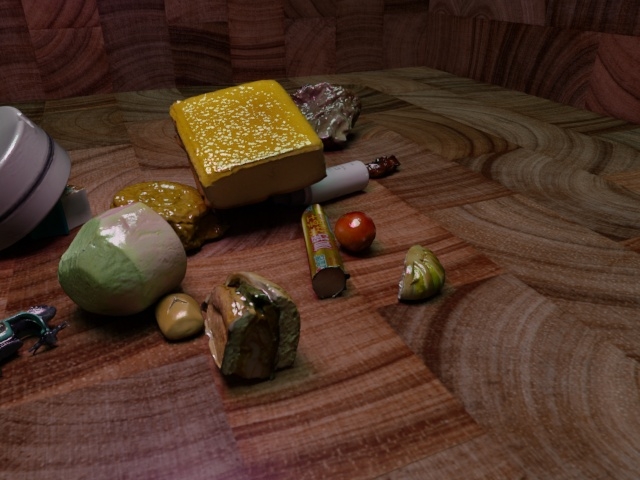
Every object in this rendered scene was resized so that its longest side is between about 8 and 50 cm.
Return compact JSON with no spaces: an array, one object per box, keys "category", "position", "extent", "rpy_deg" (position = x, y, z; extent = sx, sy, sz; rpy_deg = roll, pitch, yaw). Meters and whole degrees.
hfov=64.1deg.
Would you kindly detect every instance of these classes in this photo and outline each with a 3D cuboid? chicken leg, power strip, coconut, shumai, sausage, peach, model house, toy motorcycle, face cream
[{"category":"chicken leg","position":[0.176,-0.233,1.637],"extent":[0.219,0.049,0.089],"rpy_deg":[-24,33,-36]},{"category":"power strip","position":[-0.786,-0.136,1.207],"extent":[0.357,0.161,0.358],"rpy_deg":[-13,54,18]},{"category":"coconut","position":[-0.367,0.032,0.981],"extent":[0.204,0.236,0.236],"rpy_deg":[26,34,12]},{"category":"shumai","position":[0.010,-0.429,1.948],"extent":[0.345,0.217,0.283],"rpy_deg":[-15,61,0]},{"category":"sausage","position":[0.000,0.000,1.172],"extent":[0.082,0.082,0.372],"rpy_deg":[-4,27,-6]},{"category":"peach","position":[0.079,-0.024,1.193],"extent":[0.100,0.101,0.101],"rpy_deg":[0,28,0]},{"category":"model house","position":[-0.685,-0.075,1.301],"extent":[0.126,0.101,0.149],"rpy_deg":[10,32,20]},{"category":"toy motorcycle","position":[-0.528,0.170,0.883],"extent":[0.100,0.058,0.173],"rpy_deg":[24,37,26]},{"category":"face cream","position":[-0.005,-0.151,1.443],"extent":[0.311,0.093,0.092],"rpy_deg":[-21,34,-32]}]

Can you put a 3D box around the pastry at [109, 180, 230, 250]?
[{"category":"pastry","position":[-0.377,-0.061,1.232],"extent":[0.235,0.132,0.240],"rpy_deg":[17,33,30]}]

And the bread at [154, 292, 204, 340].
[{"category":"bread","position":[-0.263,0.133,0.946],"extent":[0.082,0.056,0.115],"rpy_deg":[-11,30,-20]}]

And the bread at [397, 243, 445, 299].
[{"category":"bread","position":[0.209,0.070,1.047],"extent":[0.094,0.083,0.157],"rpy_deg":[29,37,24]}]

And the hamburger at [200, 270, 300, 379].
[{"category":"hamburger","position":[-0.120,0.121,0.876],"extent":[0.135,0.156,0.207],"rpy_deg":[11,12,-27]}]

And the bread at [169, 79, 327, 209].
[{"category":"bread","position":[-0.187,-0.253,1.298],"extent":[0.323,0.143,0.333],"rpy_deg":[-18,54,-16]}]
